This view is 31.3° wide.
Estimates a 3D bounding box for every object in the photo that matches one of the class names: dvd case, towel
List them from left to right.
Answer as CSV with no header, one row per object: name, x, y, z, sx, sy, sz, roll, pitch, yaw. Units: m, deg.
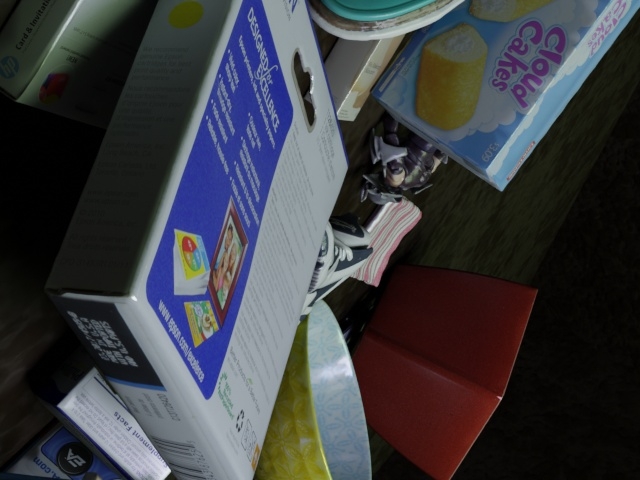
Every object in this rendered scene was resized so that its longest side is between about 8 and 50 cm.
dvd case,-0.011,0.215,1.856,0.253,0.022,0.180,-36,155,-48
towel,0.092,-0.001,1.688,0.144,0.029,0.197,-56,164,3

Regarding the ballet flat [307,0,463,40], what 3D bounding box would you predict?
ballet flat,0.123,-0.305,0.993,0.400,0.139,0.139,-51,164,-15

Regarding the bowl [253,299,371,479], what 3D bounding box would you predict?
bowl,-0.046,0.228,1.469,0.156,0.290,0.289,-13,169,11

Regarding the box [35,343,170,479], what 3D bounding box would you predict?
box,-0.161,0.133,1.030,0.137,0.126,0.072,-48,-155,-20

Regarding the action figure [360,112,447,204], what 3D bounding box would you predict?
action figure,0.144,-0.144,1.423,0.285,0.099,0.185,-46,176,25

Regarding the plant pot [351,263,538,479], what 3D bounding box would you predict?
plant pot,0.181,0.194,1.912,0.267,0.235,0.267,-60,174,-46

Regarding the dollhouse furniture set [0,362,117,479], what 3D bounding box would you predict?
dollhouse furniture set,-0.168,0.155,0.947,0.286,0.198,0.303,65,36,-42

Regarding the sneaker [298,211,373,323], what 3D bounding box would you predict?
sneaker,0.000,0.000,1.303,0.153,0.094,0.235,-47,163,-29

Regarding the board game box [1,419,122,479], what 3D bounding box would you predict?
board game box,-0.221,0.362,1.012,0.302,0.308,0.086,-44,164,-32

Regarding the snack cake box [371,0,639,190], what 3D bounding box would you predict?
snack cake box,0.195,-0.203,1.155,0.264,0.152,0.089,-54,157,1

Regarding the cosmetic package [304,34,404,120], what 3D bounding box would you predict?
cosmetic package,0.037,-0.177,1.131,0.115,0.041,0.060,-59,164,16

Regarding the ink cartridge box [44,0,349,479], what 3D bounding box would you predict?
ink cartridge box,-0.065,-0.019,0.794,0.304,0.072,0.307,72,27,-55

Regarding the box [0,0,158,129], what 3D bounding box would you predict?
box,-0.116,-0.161,0.721,0.186,0.038,0.145,-57,164,7
